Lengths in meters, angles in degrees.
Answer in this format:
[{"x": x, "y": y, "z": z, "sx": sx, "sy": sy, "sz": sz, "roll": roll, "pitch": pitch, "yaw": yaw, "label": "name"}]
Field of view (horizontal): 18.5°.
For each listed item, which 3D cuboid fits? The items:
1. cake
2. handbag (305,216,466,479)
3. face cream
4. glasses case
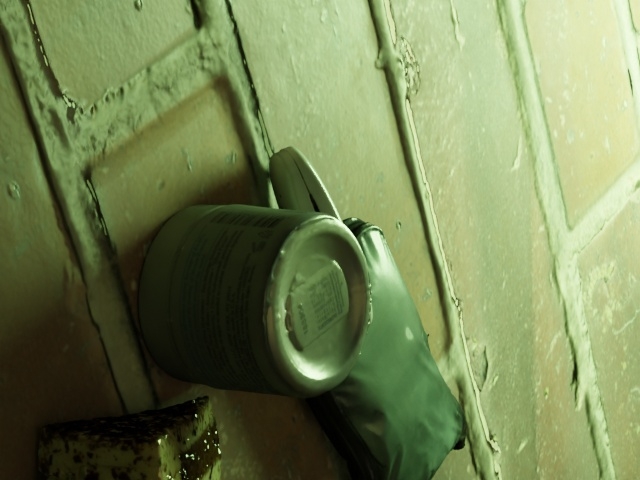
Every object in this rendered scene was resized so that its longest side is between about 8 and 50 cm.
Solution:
[{"x": -0.129, "y": 0.213, "z": 1.785, "sx": 0.246, "sy": 0.135, "sz": 0.112, "roll": -4, "pitch": 96, "yaw": -53, "label": "cake"}, {"x": 0.063, "y": 0.148, "z": 2.094, "sx": 0.192, "sy": 0.075, "sz": 0.332, "roll": -55, "pitch": 131, "yaw": -39, "label": "handbag"}, {"x": -0.059, "y": 0.056, "z": 1.847, "sx": 0.177, "sy": 0.153, "sz": 0.177, "roll": -10, "pitch": 102, "yaw": -54, "label": "face cream"}, {"x": 0.000, "y": 0.000, "z": 1.945, "sx": 0.049, "sy": 0.076, "sz": 0.197, "roll": -24, "pitch": 93, "yaw": -14, "label": "glasses case"}]
